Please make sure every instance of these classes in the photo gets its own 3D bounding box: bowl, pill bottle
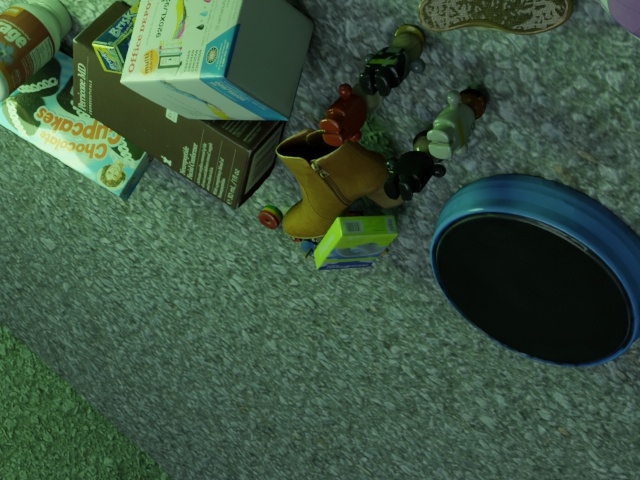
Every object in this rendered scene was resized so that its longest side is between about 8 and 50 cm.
[{"bbox_3d":[0.361,0.063,1.713,0.391,0.077,0.391,24,145,18],"label":"bowl"},{"bbox_3d":[-0.568,-0.366,1.922,0.121,0.216,0.121,24,145,18],"label":"pill bottle"}]

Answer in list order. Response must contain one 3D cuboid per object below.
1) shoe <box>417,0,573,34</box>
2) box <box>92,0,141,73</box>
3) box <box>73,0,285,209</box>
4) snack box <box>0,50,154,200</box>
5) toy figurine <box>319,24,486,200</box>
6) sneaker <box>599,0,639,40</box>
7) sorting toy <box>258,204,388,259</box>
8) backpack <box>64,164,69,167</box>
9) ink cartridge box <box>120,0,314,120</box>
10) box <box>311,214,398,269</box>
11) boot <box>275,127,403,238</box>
[{"bbox_3d":[0.239,-0.319,1.385,0.219,0.058,0.077,7,117,32],"label":"shoe"},{"bbox_3d":[-0.306,-0.354,1.735,0.054,0.169,0.059,14,141,31],"label":"box"},{"bbox_3d":[-0.258,-0.244,1.859,0.381,0.143,0.191,33,147,9],"label":"box"},{"bbox_3d":[-0.467,-0.237,2.011,0.322,0.187,0.060,30,176,10],"label":"snack box"},{"bbox_3d":[0.131,-0.193,1.562,0.213,0.148,0.209,40,141,-1],"label":"toy figurine"},{"bbox_3d":[0.451,-0.285,1.191,0.282,0.102,0.161,29,151,31],"label":"sneaker"},{"bbox_3d":[0.000,0.000,1.999,0.274,0.046,0.132,4,135,39],"label":"sorting toy"},{"bbox_3d":[-0.482,-0.217,2.118,0.182,0.115,0.152,17,156,32],"label":"backpack"},{"bbox_3d":[-0.165,-0.297,1.621,0.232,0.171,0.168,5,167,38],"label":"ink cartridge box"},{"bbox_3d":[0.058,0.008,1.847,0.109,0.042,0.178,-3,158,-18],"label":"box"},{"bbox_3d":[-0.012,-0.105,1.777,0.295,0.104,0.211,-16,143,38],"label":"boot"}]
